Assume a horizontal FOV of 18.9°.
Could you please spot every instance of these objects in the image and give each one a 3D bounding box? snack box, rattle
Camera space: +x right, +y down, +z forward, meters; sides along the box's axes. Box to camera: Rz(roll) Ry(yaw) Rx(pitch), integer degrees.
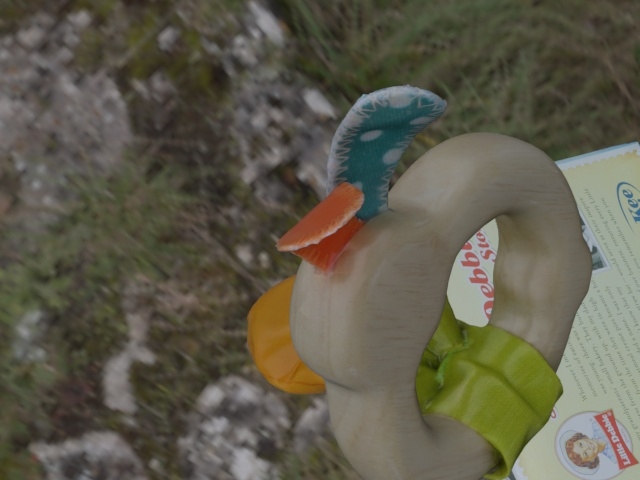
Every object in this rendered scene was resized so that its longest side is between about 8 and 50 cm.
[{"bbox_3d":[0.174,0.106,1.138,0.187,0.060,0.322,-15,68,-26],"label":"snack box"},{"bbox_3d":[0.000,0.000,0.632,0.143,0.200,0.130,39,98,35],"label":"rattle"}]
